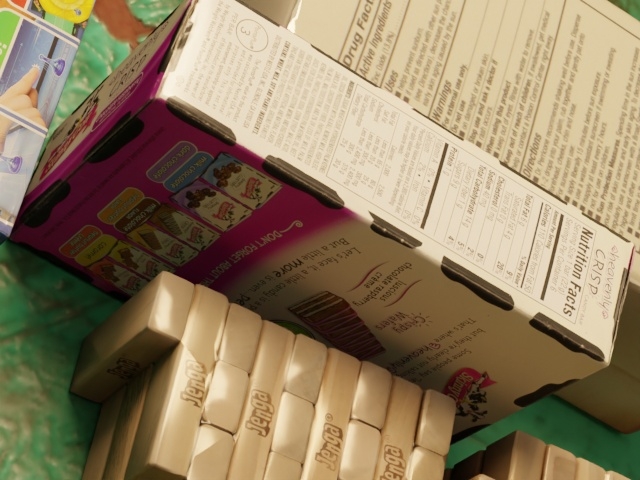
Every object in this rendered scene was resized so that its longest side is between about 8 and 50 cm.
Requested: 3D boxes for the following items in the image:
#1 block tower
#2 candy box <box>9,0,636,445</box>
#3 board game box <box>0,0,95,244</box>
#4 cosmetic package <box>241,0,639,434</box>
[{"bbox_3d":[0.047,0.131,0.900,0.335,0.091,0.097,26,56,-20],"label":"block tower"},{"bbox_3d":[0.000,0.000,0.889,0.233,0.159,0.071,31,56,-18],"label":"candy box"},{"bbox_3d":[-0.177,-0.106,0.904,0.136,0.035,0.201,28,55,-19],"label":"board game box"},{"bbox_3d":[0.088,-0.044,0.986,0.296,0.129,0.153,32,56,-17],"label":"cosmetic package"}]
